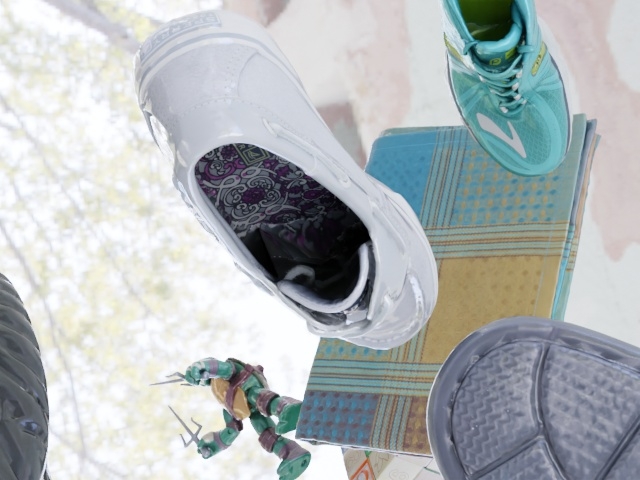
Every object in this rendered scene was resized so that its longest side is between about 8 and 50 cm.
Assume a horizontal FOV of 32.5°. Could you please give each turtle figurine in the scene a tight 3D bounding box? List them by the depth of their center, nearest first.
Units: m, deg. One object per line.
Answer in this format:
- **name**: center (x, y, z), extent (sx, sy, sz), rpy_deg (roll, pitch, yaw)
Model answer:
- **turtle figurine**: center (-0.111, 0.201, 1.373), extent (0.234, 0.118, 0.175), rpy_deg (24, -36, 38)

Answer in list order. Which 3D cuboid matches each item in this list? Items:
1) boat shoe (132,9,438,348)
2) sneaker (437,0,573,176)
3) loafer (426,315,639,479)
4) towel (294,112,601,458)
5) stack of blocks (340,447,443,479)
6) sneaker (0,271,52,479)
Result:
- **boat shoe**: center (0.000, 0.000, 0.377), extent (0.184, 0.066, 0.063), rpy_deg (60, 10, -51)
- **sneaker**: center (0.147, -0.161, 0.935), extent (0.110, 0.107, 0.275), rpy_deg (-83, 153, -54)
- **loafer**: center (0.169, 0.133, 0.439), extent (0.109, 0.303, 0.095), rpy_deg (-56, 180, 2)
- **towel**: center (0.130, 0.044, 1.134), extent (0.272, 0.040, 0.370), rpy_deg (0, -115, 34)
- **stack of blocks**: center (0.142, 0.178, 1.346), extent (0.297, 0.087, 0.171), rpy_deg (-55, -155, 21)
- **sneaker**: center (-0.164, 0.164, 0.431), extent (0.147, 0.145, 0.384), rpy_deg (96, -19, -45)
